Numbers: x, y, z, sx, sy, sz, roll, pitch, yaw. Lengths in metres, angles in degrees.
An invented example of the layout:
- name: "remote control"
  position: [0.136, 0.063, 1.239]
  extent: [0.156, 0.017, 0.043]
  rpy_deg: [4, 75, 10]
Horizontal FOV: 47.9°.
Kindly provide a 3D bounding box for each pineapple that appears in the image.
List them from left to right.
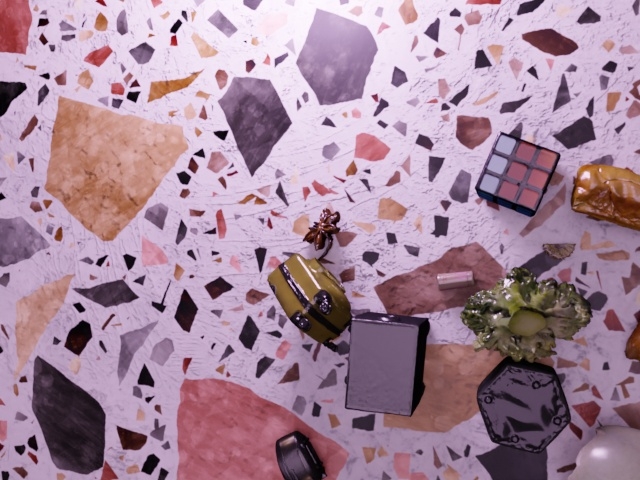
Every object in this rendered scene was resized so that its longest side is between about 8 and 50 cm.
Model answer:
- name: "pineapple"
  position: [0.611, 0.028, 1.845]
  extent: [0.083, 0.019, 0.045]
  rpy_deg: [2, 86, 12]

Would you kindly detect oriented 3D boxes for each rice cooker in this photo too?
- name: "rice cooker"
  position: [-0.058, 0.605, 1.964]
  extent: [0.106, 0.112, 0.165]
  rpy_deg: [-35, 81, 6]

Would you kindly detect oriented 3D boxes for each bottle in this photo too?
- name: "bottle"
  position: [0.356, 0.105, 1.898]
  extent: [0.097, 0.045, 0.045]
  rpy_deg: [-8, 87, 14]

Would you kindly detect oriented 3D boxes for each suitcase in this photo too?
- name: "suitcase"
  position: [-0.014, 0.152, 1.892]
  extent: [0.143, 0.194, 0.235]
  rpy_deg: [-41, 48, 6]

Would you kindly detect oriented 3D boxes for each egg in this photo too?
- name: "egg"
  position: [0.744, 0.594, 1.661]
  extent: [0.336, 0.278, 0.278]
  rpy_deg: [33, 97, 22]

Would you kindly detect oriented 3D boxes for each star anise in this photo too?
- name: "star anise"
  position: [0.000, 0.000, 1.989]
  extent: [0.097, 0.070, 0.190]
  rpy_deg: [42, 102, 40]

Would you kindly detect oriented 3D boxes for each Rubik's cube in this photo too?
- name: "Rubik's cube"
  position: [0.493, -0.162, 1.807]
  extent: [0.161, 0.162, 0.163]
  rpy_deg: [23, 96, 14]

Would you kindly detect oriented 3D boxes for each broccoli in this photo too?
- name: "broccoli"
  position: [0.503, 0.197, 1.755]
  extent: [0.288, 0.245, 0.247]
  rpy_deg: [-36, 89, 17]

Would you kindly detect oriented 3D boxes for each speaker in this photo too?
- name: "speaker"
  position: [0.171, 0.302, 1.836]
  extent: [0.184, 0.254, 0.232]
  rpy_deg: [5, 90, 14]

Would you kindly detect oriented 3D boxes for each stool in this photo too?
- name: "stool"
  position: [0.505, 0.408, 1.801]
  extent: [0.232, 0.141, 0.232]
  rpy_deg: [0, 88, 15]

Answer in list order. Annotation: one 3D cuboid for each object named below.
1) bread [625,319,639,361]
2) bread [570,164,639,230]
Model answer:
- name: "bread"
  position: [0.847, 0.200, 1.719]
  extent: [0.129, 0.134, 0.260]
  rpy_deg: [32, 97, 12]
- name: "bread"
  position: [0.756, -0.091, 1.732]
  extent: [0.295, 0.167, 0.132]
  rpy_deg: [17, 93, 15]
